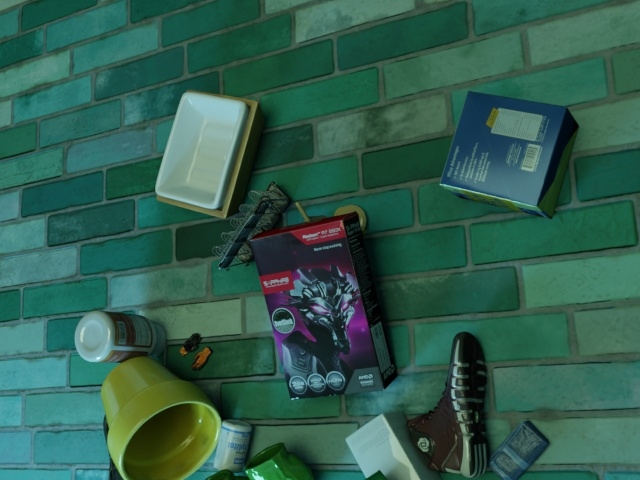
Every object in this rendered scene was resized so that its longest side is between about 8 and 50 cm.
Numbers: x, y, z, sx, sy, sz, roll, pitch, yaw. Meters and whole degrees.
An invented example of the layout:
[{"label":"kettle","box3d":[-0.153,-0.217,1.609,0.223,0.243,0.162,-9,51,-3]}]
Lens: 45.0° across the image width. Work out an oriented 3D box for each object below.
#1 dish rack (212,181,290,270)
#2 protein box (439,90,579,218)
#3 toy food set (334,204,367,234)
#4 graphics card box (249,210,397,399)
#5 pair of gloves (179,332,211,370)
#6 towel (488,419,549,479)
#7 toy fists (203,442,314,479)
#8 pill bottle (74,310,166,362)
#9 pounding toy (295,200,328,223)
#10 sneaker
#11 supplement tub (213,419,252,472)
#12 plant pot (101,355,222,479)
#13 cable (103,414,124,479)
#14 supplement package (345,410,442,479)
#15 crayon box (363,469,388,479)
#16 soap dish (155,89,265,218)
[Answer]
[{"label":"dish rack","box3d":[-0.162,-0.030,1.738,0.074,0.271,0.208,34,99,7]},{"label":"protein box","box3d":[0.375,-0.169,1.534,0.201,0.136,0.200,16,89,30]},{"label":"toy food set","box3d":[0.067,-0.040,1.746,0.083,0.020,0.083,-11,76,26]},{"label":"graphics card box","box3d":[0.006,0.143,1.644,0.232,0.094,0.371,-11,97,26]},{"label":"pair of gloves","box3d":[-0.307,0.274,1.901,0.074,0.010,0.083,-49,60,14]},{"label":"towel","box3d":[0.380,0.409,1.490,0.067,0.029,0.119,44,103,26]},{"label":"toy fists","box3d":[-0.139,0.551,1.694,0.279,0.096,0.142,-30,98,20]},{"label":"pill bottle","box3d":[-0.480,0.238,1.883,0.121,0.216,0.121,-6,78,27]},{"label":"pounding toy","box3d":[0.000,0.000,1.712,0.130,0.100,0.141,30,111,29]},{"label":"sneaker","box3d":[0.241,0.326,1.543,0.162,0.106,0.282,-12,69,38]},{"label":"supplement tub","box3d":[-0.201,0.471,1.774,0.071,0.071,0.107,9,86,30]},{"label":"plant pot","box3d":[-0.395,0.405,1.804,0.239,0.254,0.254,39,101,43]},{"label":"cable","box3d":[-0.496,0.566,1.939,0.139,0.072,0.287,-41,53,21]},{"label":"supplement package","box3d":[0.152,0.451,1.564,0.105,0.105,0.179,-39,65,17]},{"label":"crayon box","box3d":[0.099,0.589,1.500,0.165,0.081,0.278,49,142,27]},{"label":"soap dish","box3d":[-0.268,-0.212,1.904,0.228,0.118,0.291,15,89,30]}]
